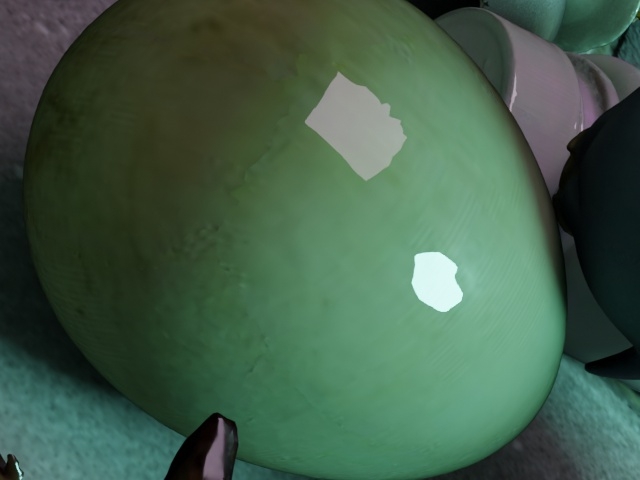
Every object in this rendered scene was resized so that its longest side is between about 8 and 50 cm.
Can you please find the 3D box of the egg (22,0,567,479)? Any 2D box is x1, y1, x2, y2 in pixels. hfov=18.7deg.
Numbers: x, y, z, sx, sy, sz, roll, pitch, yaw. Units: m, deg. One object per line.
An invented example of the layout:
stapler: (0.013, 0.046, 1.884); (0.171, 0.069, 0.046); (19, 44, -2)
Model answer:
egg: (0.000, 0.000, 0.889); (0.295, 0.218, 0.218); (37, 37, -32)

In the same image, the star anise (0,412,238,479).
star anise: (-0.081, 0.190, 0.751); (0.272, 0.102, 0.272); (7, 70, -20)

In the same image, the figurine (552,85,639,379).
figurine: (0.213, -0.002, 0.935); (0.265, 0.197, 0.175); (81, -2, -73)

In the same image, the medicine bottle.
medicine bottle: (0.168, -0.013, 1.139); (0.293, 0.170, 0.170); (25, 43, -33)

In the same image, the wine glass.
wine glass: (0.112, -0.162, 1.246); (0.241, 0.126, 0.126); (-20, 76, -55)

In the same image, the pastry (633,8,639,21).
pastry: (0.226, -0.282, 1.448); (0.311, 0.162, 0.255); (44, 34, -10)
